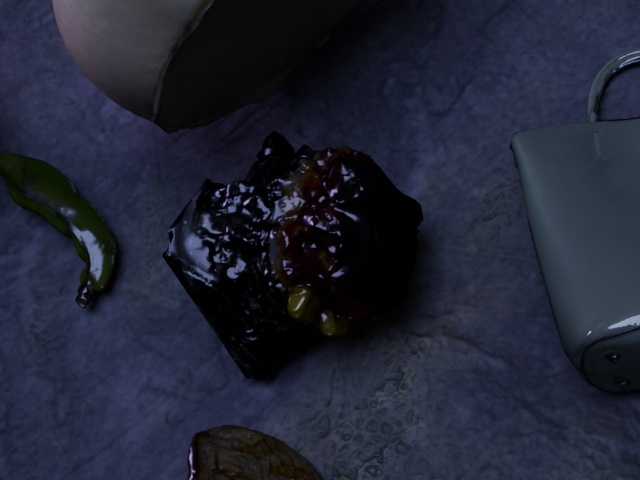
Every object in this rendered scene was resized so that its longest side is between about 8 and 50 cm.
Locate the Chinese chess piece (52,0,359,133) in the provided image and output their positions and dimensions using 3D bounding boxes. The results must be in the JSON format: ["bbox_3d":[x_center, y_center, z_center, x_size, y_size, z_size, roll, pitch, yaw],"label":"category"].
[{"bbox_3d":[-0.064,-0.243,1.363,0.338,0.338,0.140,-43,80,-5],"label":"Chinese chess piece"}]

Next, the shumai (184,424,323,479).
[{"bbox_3d":[-0.060,0.212,1.288,0.123,0.105,0.139,2,68,-29],"label":"shumai"}]

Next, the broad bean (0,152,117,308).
[{"bbox_3d":[-0.237,-0.025,1.479,0.061,0.046,0.195,-34,60,-3],"label":"broad bean"}]

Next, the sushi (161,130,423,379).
[{"bbox_3d":[0.000,0.000,1.325,0.150,0.153,0.172,-2,42,40],"label":"sushi"}]

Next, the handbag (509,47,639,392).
[{"bbox_3d":[0.274,-0.045,1.284,0.241,0.109,0.315,-12,58,12],"label":"handbag"}]
